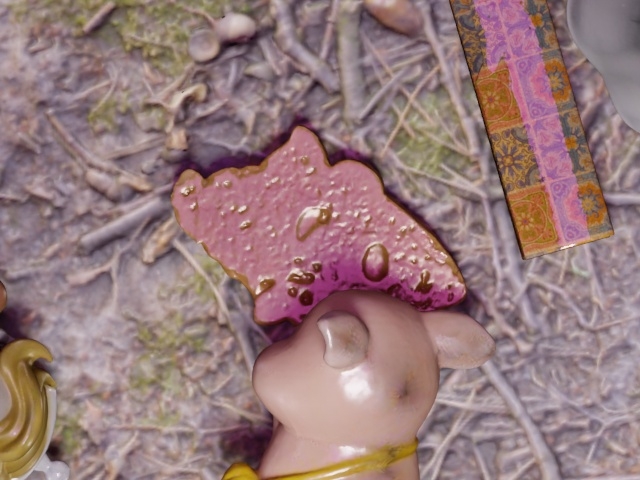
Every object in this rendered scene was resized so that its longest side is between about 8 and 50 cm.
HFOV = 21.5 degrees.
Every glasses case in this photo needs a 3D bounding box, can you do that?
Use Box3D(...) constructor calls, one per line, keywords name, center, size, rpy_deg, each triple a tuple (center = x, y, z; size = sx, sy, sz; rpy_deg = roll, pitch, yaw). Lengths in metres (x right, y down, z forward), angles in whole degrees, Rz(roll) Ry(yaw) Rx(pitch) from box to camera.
Box3D(name="glasses case", center=(0.167, -0.099, 1.335), size=(0.075, 0.049, 0.218), rpy_deg=(-16, 88, 4))

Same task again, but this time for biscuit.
Box3D(name="biscuit", center=(0.000, 0.000, 1.356), size=(0.250, 0.035, 0.162), rpy_deg=(21, 96, 6))

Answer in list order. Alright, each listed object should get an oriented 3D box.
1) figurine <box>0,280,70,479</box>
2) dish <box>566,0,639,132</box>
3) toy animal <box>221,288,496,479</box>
Box3D(name="figurine", center=(-0.337, 0.120, 1.343), size=(0.274, 0.133, 0.194), rpy_deg=(4, 66, 11))
Box3D(name="dish", center=(0.302, -0.168, 1.275), size=(0.229, 0.081, 0.229), rpy_deg=(2, 111, 5))
Box3D(name="toy animal", center=(0.014, 0.158, 1.296), size=(0.149, 0.165, 0.248), rpy_deg=(24, 109, 38))
